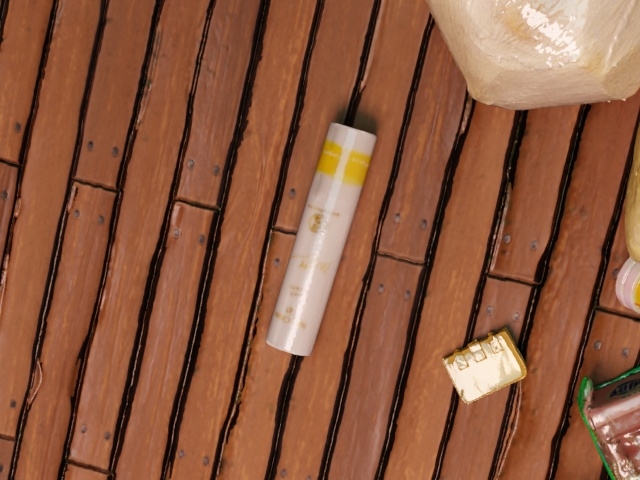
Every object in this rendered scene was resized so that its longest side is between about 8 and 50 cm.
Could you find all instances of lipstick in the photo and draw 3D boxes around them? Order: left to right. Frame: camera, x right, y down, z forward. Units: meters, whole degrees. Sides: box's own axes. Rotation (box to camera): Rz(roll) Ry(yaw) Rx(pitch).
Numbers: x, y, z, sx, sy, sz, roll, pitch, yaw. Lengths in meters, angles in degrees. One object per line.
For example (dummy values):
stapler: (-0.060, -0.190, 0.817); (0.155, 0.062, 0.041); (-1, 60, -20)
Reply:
lipstick: (0.000, 0.000, 1.225); (0.059, 0.059, 0.264); (17, 96, 7)

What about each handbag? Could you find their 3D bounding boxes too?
handbag: (0.185, 0.141, 1.221); (0.083, 0.027, 0.061); (-26, 91, 11)

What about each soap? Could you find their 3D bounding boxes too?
soap: (0.432, 0.197, 1.150); (0.273, 0.098, 0.218); (-25, 90, 10)

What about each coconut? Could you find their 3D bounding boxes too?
coconut: (0.232, -0.243, 1.087); (0.245, 0.245, 0.247); (25, 97, 7)

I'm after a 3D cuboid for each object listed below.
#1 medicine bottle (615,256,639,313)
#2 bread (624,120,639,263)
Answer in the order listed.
medicine bottle: (0.398, 0.081, 1.092); (0.074, 0.218, 0.074); (-14, 120, -25)
bread: (0.426, -0.100, 1.030); (0.237, 0.320, 0.320); (12, 96, 17)
